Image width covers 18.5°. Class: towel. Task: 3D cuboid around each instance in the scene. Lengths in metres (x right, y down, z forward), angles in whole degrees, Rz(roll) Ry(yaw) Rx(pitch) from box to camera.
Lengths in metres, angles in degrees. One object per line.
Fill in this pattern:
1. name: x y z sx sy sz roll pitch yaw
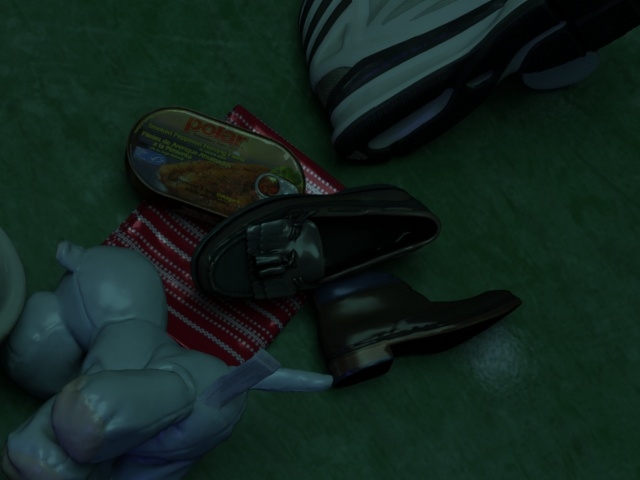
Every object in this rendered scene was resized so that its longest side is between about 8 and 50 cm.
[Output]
1. towel: -0.092 0.003 2.018 0.199 0.031 0.275 39 63 4

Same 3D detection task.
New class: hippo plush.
1. hippo plush: -0.202 0.108 1.816 0.294 0.234 0.237 -39 62 15

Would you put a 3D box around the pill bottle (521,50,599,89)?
1. pill bottle: 0.242 -0.279 2.179 0.117 0.117 0.208 -6 67 -16

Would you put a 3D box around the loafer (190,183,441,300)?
1. loafer: 0.000 0.000 1.965 0.267 0.084 0.096 -17 111 -31

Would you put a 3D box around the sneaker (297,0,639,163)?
1. sneaker: 0.163 -0.295 2.056 0.447 0.169 0.257 -29 66 14

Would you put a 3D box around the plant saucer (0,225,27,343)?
1. plant saucer: -0.475 0.031 1.802 0.400 0.101 0.400 19 27 -10

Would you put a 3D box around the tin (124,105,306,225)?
1. tin: -0.108 -0.071 2.010 0.189 0.040 0.106 20 66 -5

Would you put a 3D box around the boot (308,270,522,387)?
1. boot: 0.094 0.064 2.007 0.219 0.082 0.106 -19 74 -19
